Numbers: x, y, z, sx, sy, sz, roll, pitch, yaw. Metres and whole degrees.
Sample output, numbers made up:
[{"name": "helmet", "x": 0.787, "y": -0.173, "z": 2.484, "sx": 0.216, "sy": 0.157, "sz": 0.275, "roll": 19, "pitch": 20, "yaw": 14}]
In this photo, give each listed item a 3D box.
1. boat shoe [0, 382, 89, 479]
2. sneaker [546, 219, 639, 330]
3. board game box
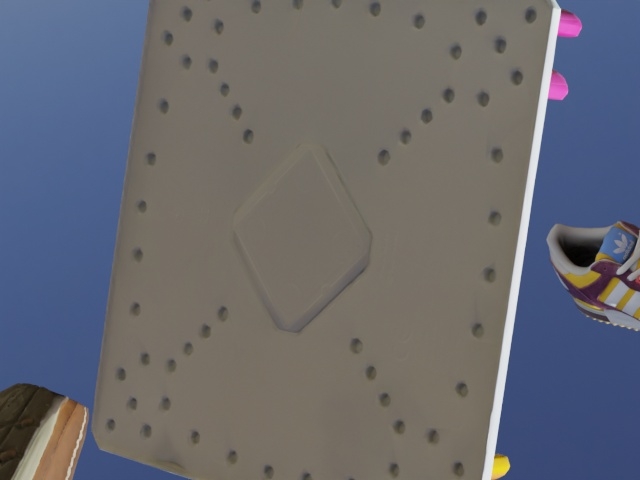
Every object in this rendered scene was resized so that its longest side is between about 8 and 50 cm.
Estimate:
[{"name": "boat shoe", "x": -0.235, "y": 0.258, "z": 1.349, "sx": 0.122, "sy": 0.120, "sz": 0.324, "roll": 6, "pitch": -112, "yaw": 52}, {"name": "sneaker", "x": 0.257, "y": 0.029, "z": 1.553, "sx": 0.185, "sy": 0.084, "sz": 0.069, "roll": 6, "pitch": -125, "yaw": 43}, {"name": "board game box", "x": 0.000, "y": 0.000, "z": 1.463, "sx": 0.390, "sy": 0.390, "sz": 0.050, "roll": 11, "pitch": -176, "yaw": 42}]
